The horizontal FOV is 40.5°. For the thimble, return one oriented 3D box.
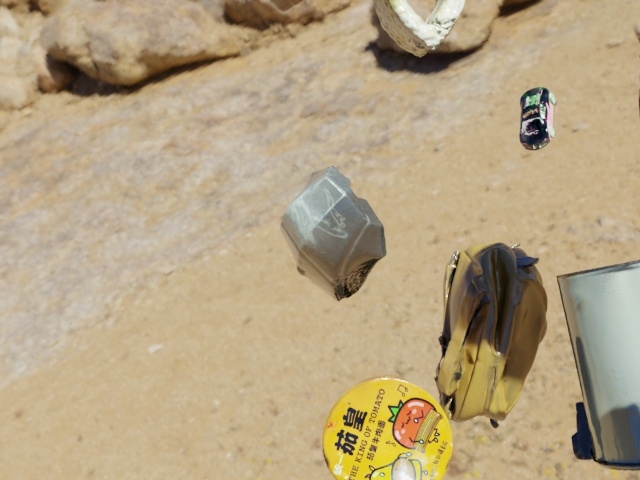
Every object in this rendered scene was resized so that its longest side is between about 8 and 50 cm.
[{"bbox_3d":[0.158,-0.386,1.373,0.137,0.191,0.143,-10,2,-4],"label":"thimble"}]

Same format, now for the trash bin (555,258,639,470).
[{"bbox_3d":[0.451,0.154,1.164,0.277,0.263,0.217,-15,-7,36],"label":"trash bin"}]

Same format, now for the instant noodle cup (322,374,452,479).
[{"bbox_3d":[0.114,0.329,1.504,0.215,0.216,0.172,-26,1,4],"label":"instant noodle cup"}]

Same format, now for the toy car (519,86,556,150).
[{"bbox_3d":[0.439,-0.252,1.773,0.069,0.055,0.142,-13,57,36],"label":"toy car"}]

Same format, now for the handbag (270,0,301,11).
[{"bbox_3d":[0.002,-0.378,1.064,0.193,0.072,0.151,-25,40,44],"label":"handbag"}]

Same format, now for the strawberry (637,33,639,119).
[{"bbox_3d":[0.689,-0.255,1.510,0.295,0.345,0.318,-9,46,43],"label":"strawberry"}]

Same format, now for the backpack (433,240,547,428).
[{"bbox_3d":[0.343,0.186,1.768,0.201,0.378,0.353,11,15,2],"label":"backpack"}]

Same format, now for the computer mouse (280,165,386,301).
[{"bbox_3d":[-0.001,0.003,0.986,0.071,0.126,0.231,-35,-12,-24],"label":"computer mouse"}]
